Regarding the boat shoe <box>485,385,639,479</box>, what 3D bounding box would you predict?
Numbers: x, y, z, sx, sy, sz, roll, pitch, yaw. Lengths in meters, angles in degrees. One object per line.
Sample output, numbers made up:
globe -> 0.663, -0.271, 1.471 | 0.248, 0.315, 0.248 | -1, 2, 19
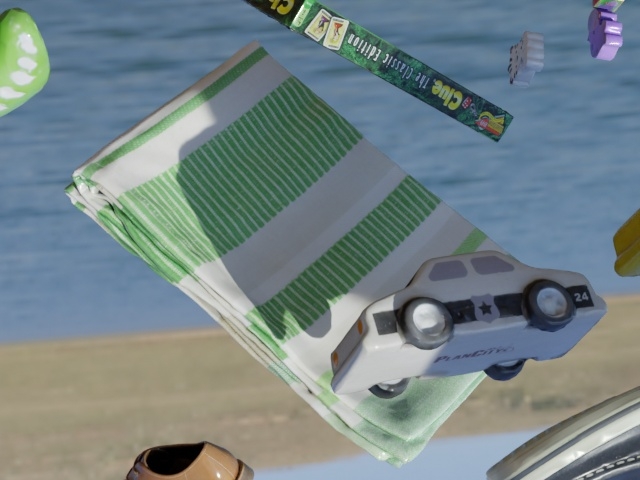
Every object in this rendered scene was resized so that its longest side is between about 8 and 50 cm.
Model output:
boat shoe -> 0.385, 0.212, 1.566 | 0.500, 0.156, 0.187 | -4, 157, -31

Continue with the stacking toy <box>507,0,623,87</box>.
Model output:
stacking toy -> 0.264, -0.229, 1.526 | 0.166, 0.221, 0.052 | 9, 159, -12

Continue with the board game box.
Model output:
board game box -> 0.022, -0.145, 1.190 | 0.259, 0.030, 0.136 | 22, -168, -49

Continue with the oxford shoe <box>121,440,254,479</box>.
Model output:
oxford shoe -> -0.166, 0.238, 1.618 | 0.212, 0.076, 0.076 | -24, 122, 34

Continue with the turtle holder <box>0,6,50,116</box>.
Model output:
turtle holder -> -0.268, -0.065, 0.664 | 0.227, 0.320, 0.243 | -35, -124, -26

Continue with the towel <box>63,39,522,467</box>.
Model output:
towel -> 0.000, 0.000, 1.244 | 0.248, 0.325, 0.038 | -42, 168, -42

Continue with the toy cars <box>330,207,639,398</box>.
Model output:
toy cars -> 0.185, 0.005, 1.099 | 0.393, 0.087, 0.176 | -23, 156, 15
